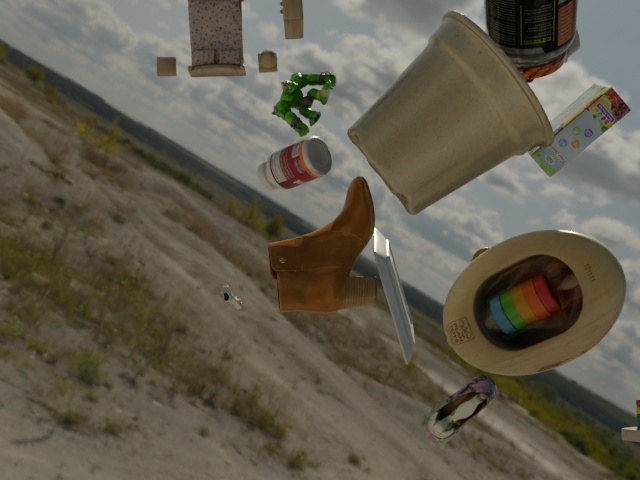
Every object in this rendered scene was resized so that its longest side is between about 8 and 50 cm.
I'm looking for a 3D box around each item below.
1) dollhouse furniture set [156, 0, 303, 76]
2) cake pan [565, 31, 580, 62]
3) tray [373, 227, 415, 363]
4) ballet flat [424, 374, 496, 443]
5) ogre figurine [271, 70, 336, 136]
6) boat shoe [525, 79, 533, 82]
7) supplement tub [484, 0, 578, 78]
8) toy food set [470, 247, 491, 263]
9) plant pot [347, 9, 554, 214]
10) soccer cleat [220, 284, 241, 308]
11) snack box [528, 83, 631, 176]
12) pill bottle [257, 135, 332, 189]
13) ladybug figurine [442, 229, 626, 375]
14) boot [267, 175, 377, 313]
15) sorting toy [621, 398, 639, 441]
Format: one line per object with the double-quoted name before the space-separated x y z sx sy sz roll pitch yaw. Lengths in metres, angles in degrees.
"dollhouse furniture set" -0.219 -0.553 1.704 0.355 0.304 0.174 -3 -2 -2
"cake pan" 0.690 -0.670 2.165 0.293 0.054 0.293 58 16 -28
"tray" 0.160 0.114 1.557 0.145 0.030 0.271 -80 154 -66
"ballet flat" 0.287 0.371 1.564 0.077 0.221 0.079 46 30 10
"ogre figurine" -0.047 -0.360 1.880 0.118 0.197 0.097 19 -5 16
"boat shoe" 0.631 -0.533 2.190 0.046 0.125 0.038 5 39 2
"supplement tub" 0.440 -0.512 1.535 0.193 0.193 0.316 31 -29 36
"toy food set" 0.570 0.119 2.342 0.217 0.128 0.071 35 -29 4
"plant pot" 0.235 -0.225 1.460 0.334 0.305 0.334 50 5 -7
"soccer cleat" -0.233 0.152 1.899 0.029 0.036 0.083 -8 -54 29
"snack box" 0.543 -0.239 1.573 0.070 0.207 0.174 48 17 -5
"pill bottle" -0.056 -0.156 1.524 0.152 0.086 0.086 -17 -35 40
"ladybug figurine" 0.488 0.144 1.690 0.161 0.449 0.305 -4 70 -55
"boot" 0.000 0.001 1.463 0.211 0.295 0.104 1 -23 -8
"sorting toy" 0.808 0.378 1.531 0.257 0.090 0.255 10 -12 -42
